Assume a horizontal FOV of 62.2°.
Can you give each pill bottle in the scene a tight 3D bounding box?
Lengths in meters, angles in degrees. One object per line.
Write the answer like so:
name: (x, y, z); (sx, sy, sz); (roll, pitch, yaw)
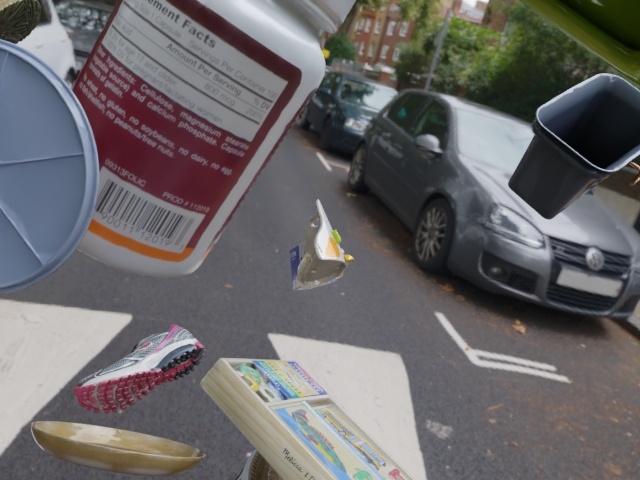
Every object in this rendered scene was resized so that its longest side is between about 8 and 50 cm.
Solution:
pill bottle: (-0.137, -0.172, 0.594); (0.224, 0.392, 0.224); (33, 15, -10)

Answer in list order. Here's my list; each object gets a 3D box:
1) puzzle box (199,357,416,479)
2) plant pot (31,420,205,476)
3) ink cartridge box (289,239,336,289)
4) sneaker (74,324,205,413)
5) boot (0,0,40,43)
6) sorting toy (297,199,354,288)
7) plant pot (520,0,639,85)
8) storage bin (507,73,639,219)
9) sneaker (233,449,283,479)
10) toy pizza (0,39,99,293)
puzzle box: (0.035, 0.325, 0.769); (0.409, 0.052, 0.272); (39, 2, 23)
plant pot: (-0.281, 0.291, 0.739); (0.237, 0.032, 0.236); (11, -17, 4)
ink cartridge box: (-0.021, 0.053, 1.162); (0.046, 0.097, 0.207); (-3, -9, -16)
sneaker: (-0.418, 0.292, 1.221); (0.112, 0.120, 0.299); (39, 35, 27)
boot: (-0.658, -0.429, 0.885); (0.270, 0.089, 0.236); (36, 41, -4)
sorting toy: (0.000, 0.000, 0.556); (0.045, 0.083, 0.075); (-7, 68, -19)
plant pot: (0.135, -0.215, 0.189); (0.228, 0.207, 0.227); (43, 17, 9)
storage bin: (0.250, -0.079, 0.501); (0.135, 0.091, 0.098); (-31, 66, -27)
sneaker: (-0.148, 0.457, 0.846); (0.099, 0.153, 0.282); (56, 12, -14)
toy pizza: (-0.267, -0.057, 0.423); (0.201, 0.201, 0.032); (17, 8, 5)
